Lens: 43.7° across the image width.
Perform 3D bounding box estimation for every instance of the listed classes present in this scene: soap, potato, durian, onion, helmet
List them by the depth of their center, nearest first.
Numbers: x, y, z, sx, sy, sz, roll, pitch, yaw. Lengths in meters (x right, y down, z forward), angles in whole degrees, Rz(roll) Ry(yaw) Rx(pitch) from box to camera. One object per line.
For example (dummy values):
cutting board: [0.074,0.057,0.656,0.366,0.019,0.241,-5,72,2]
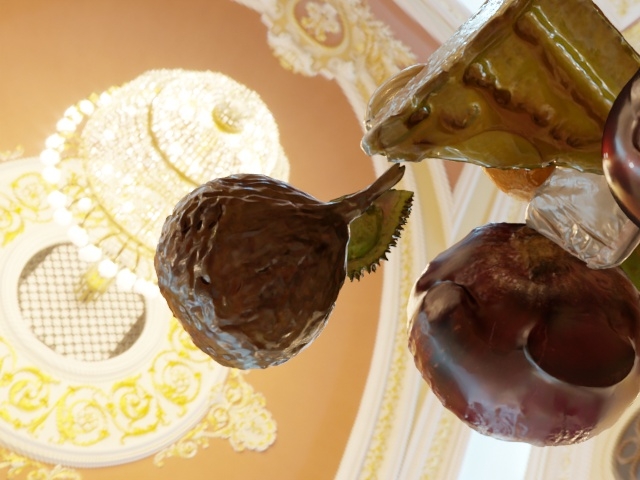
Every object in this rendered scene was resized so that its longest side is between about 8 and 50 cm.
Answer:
helmet: [0.370,-0.087,0.760,0.189,0.193,0.216,17,-134,-32]
soap: [0.269,-0.118,0.994,0.339,0.304,0.169,43,-168,-12]
onion: [0.332,0.202,1.377,0.399,0.420,0.398,5,-134,-5]
durian: [0.000,0.000,1.450,0.352,0.158,0.169,-10,-85,-11]
potato: [0.189,-0.273,1.626,0.150,0.234,0.146,34,-130,-33]

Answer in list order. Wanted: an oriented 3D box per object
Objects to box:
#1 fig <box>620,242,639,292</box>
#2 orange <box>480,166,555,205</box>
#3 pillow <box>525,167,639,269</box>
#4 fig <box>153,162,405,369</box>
fig: [0.642,0.027,1.635,0.258,0.258,0.326,22,-140,-26]
orange: [0.455,-0.207,1.549,0.312,0.312,0.312,20,-128,-27]
pillow: [0.395,-0.059,1.154,0.067,0.173,0.270,25,-168,-16]
fig: [-0.042,-0.005,1.100,0.286,0.369,0.286,43,-156,-24]
